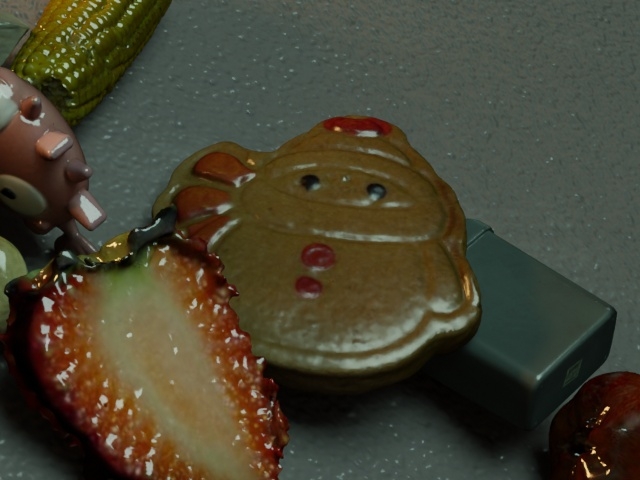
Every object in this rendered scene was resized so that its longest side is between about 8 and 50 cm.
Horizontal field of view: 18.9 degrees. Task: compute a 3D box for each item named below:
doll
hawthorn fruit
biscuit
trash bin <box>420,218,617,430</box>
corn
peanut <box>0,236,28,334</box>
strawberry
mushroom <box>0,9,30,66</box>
[{"bbox_3d":[-0.293,-0.082,1.890,0.093,0.211,0.262,-43,123,-30],"label":"doll"},{"bbox_3d":[0.337,0.234,2.004,0.202,0.185,0.185,22,39,-34],"label":"hawthorn fruit"},{"bbox_3d":[0.000,0.000,2.008,0.358,0.074,0.381,11,48,5],"label":"biscuit"},{"bbox_3d":[0.174,0.081,2.045,0.236,0.101,0.176,30,47,27],"label":"trash bin"},{"bbox_3d":[-0.250,-0.241,2.142,0.120,0.120,0.363,30,41,-3],"label":"corn"},{"bbox_3d":[-0.334,0.012,1.857,0.082,0.082,0.187,-10,56,-39],"label":"peanut"},{"bbox_3d":[-0.170,0.141,1.819,0.233,0.137,0.306,-27,96,-31],"label":"strawberry"},{"bbox_3d":[-0.421,-0.220,2.030,0.247,0.096,0.108,7,72,-23],"label":"mushroom"}]
